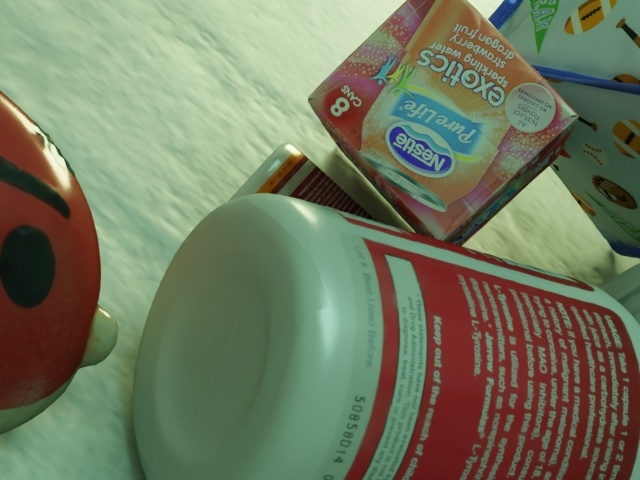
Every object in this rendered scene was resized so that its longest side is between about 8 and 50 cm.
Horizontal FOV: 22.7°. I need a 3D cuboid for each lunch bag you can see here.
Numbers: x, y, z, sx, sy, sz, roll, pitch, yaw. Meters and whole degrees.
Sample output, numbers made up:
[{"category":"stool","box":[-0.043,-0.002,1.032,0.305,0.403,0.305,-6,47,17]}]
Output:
[{"category":"lunch bag","box":[0.380,-0.115,1.408,0.328,0.239,0.385,43,-12,-36]}]

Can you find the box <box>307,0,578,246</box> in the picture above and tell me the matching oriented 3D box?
[{"category":"box","box":[0.099,-0.089,1.300,0.154,0.142,0.300,48,2,5]}]

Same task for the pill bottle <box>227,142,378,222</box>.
[{"category":"pill bottle","box":[0.000,0.000,1.284,0.152,0.086,0.086,42,37,-2]}]

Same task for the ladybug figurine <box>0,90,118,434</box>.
[{"category":"ladybug figurine","box":[-0.313,-0.040,0.969,0.449,0.162,0.305,25,41,-24]}]

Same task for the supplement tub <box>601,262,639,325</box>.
[{"category":"supplement tub","box":[0.340,0.161,1.357,0.191,0.191,0.272,15,46,-33]}]

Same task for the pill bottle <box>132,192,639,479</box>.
[{"category":"pill bottle","box":[0.093,0.119,1.138,0.407,0.229,0.229,15,45,-32]}]
